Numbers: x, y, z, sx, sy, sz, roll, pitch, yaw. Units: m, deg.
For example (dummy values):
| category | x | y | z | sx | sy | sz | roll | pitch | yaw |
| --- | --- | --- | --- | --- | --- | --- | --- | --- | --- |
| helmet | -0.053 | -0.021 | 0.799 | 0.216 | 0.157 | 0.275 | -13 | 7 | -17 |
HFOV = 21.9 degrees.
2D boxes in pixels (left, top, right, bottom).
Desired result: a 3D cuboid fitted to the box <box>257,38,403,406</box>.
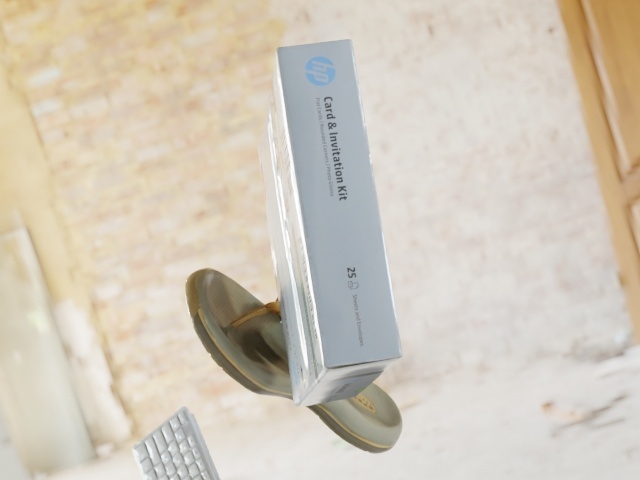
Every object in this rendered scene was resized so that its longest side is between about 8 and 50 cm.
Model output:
| category | x | y | z | sx | sy | sz | roll | pitch | yaw |
| --- | --- | --- | --- | --- | --- | --- | --- | --- | --- |
| box | 0.000 | 0.000 | 0.801 | 0.038 | 0.145 | 0.186 | -7 | -11 | -7 |

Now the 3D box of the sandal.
| category | x | y | z | sx | sy | sz | roll | pitch | yaw |
| --- | --- | --- | --- | --- | --- | --- | --- | --- | --- |
| sandal | -0.007 | 0.061 | 0.930 | 0.049 | 0.180 | 0.072 | -40 | 37 | 20 |

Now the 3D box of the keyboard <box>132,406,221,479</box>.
| category | x | y | z | sx | sy | sz | roll | pitch | yaw |
| --- | --- | --- | --- | --- | --- | --- | --- | --- | --- |
| keyboard | -0.086 | 0.260 | 1.323 | 0.072 | 0.256 | 0.014 | -37 | -28 | 24 |
